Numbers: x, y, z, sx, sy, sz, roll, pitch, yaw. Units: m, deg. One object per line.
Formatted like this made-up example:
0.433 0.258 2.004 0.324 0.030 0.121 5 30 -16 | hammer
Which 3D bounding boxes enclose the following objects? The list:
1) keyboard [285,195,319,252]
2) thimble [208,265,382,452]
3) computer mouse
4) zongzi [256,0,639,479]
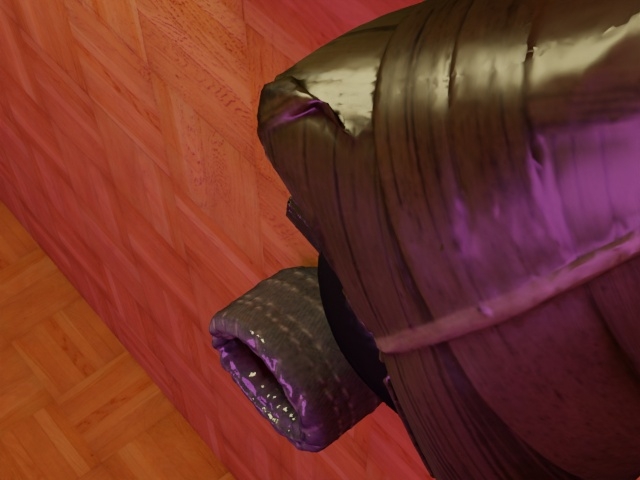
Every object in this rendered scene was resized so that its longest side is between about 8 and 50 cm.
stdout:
0.000 0.000 1.190 0.129 0.015 0.049 48 161 16 | keyboard
-0.019 0.149 1.235 0.236 0.172 0.205 27 141 45 | thimble
0.088 0.116 1.049 0.323 0.116 0.183 61 162 -15 | computer mouse
0.236 0.058 0.497 0.500 0.218 0.467 -5 118 52 | zongzi
